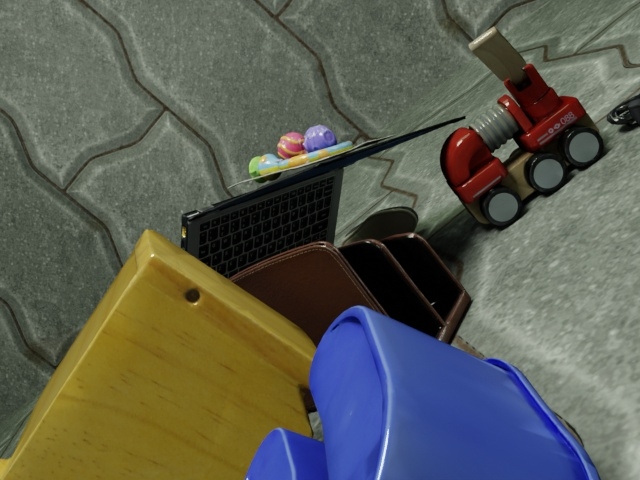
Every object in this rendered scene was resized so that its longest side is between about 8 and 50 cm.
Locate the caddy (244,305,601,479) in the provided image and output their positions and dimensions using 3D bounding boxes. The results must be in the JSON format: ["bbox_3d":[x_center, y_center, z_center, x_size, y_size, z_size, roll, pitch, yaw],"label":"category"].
[{"bbox_3d":[0.059,0.193,0.497,0.241,0.179,0.341,-60,9,10],"label":"caddy"}]

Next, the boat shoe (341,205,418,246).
[{"bbox_3d":[0.115,-0.027,1.400,0.206,0.075,0.065,-31,16,52],"label":"boat shoe"}]

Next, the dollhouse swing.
[{"bbox_3d":[-0.190,0.193,0.899,0.347,0.315,0.305,-57,0,3],"label":"dollhouse swing"}]

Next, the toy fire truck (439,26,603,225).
[{"bbox_3d":[0.258,-0.171,1.077,0.217,0.246,0.158,-37,11,7],"label":"toy fire truck"}]

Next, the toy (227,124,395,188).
[{"bbox_3d":[-0.025,-0.132,1.077,0.137,0.056,0.237,-25,7,-40],"label":"toy"}]

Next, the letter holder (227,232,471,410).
[{"bbox_3d":[-0.001,0.084,0.978,0.301,0.214,0.152,-28,16,44],"label":"letter holder"}]

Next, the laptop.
[{"bbox_3d":[0.000,0.000,1.161,0.236,0.408,0.382,24,30,31],"label":"laptop"}]

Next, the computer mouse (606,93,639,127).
[{"bbox_3d":[0.475,-0.188,0.953,0.188,0.072,0.272,-37,-1,19],"label":"computer mouse"}]
